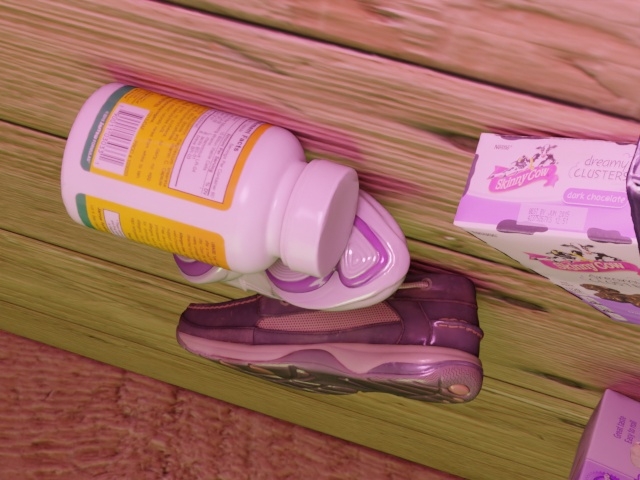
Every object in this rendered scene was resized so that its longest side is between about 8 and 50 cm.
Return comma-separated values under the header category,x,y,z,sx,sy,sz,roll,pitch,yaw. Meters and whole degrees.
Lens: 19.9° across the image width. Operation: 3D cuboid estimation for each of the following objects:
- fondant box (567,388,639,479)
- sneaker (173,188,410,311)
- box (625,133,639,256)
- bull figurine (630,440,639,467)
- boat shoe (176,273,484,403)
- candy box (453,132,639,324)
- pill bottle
category,x,y,z,sx,sy,sz,roll,pitch,yaw
fondant box,0.414,0.310,1.899,0.330,0.096,0.238,23,-150,6
sneaker,0.000,0.000,1.554,0.152,0.114,0.305,10,180,-33
box,0.290,-0.022,0.701,0.294,0.183,0.296,17,170,16
bull figurine,0.409,0.171,1.531,0.188,0.101,0.310,-2,-175,-28
boat shoe,0.015,0.079,1.787,0.355,0.130,0.132,4,165,36
candy box,0.214,0.000,1.215,0.165,0.070,0.196,7,164,47
pill bottle,-0.082,-0.041,1.401,0.208,0.117,0.117,16,168,16
